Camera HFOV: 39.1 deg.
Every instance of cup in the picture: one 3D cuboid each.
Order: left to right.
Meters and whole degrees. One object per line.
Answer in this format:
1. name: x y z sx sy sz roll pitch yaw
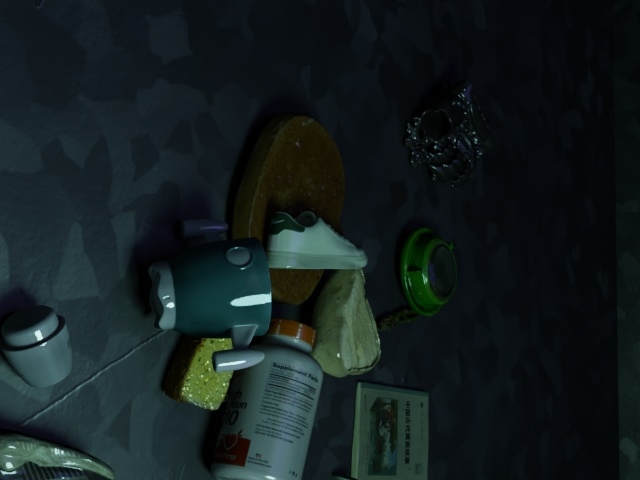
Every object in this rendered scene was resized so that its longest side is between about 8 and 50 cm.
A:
1. cup: -0.181 0.082 1.433 0.173 0.168 0.300 -6 50 -19

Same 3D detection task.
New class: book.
1. book: 0.159 0.430 2.000 0.282 0.025 0.215 17 72 -50

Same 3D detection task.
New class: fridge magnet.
1. fridge magnet: 0.252 0.072 2.105 0.208 0.088 0.208 7 81 -54

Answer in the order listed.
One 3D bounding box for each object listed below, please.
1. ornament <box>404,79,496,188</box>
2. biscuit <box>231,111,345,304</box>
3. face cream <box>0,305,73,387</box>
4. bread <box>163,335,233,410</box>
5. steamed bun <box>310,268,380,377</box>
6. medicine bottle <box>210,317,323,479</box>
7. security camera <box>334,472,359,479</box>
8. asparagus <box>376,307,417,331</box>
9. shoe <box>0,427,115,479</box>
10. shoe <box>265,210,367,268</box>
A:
1. ornament: 0.313 -0.238 2.223 0.260 0.106 0.251 -54 126 -35
2. biscuit: -0.049 -0.055 1.731 0.314 0.063 0.368 45 53 -47
3. face cream: -0.385 0.145 1.229 0.091 0.091 0.095 -44 129 -46
4. bread: -0.192 0.204 1.509 0.103 0.065 0.187 48 47 -38
5. steamed bun: 0.029 0.176 1.773 0.212 0.110 0.231 -42 122 -61
6. medicine bottle: -0.084 0.285 1.569 0.157 0.157 0.289 38 57 -46
7. security camera: 0.043 0.523 1.821 0.058 0.058 0.092 23 81 -51
8. asparagus: 0.169 0.180 2.033 0.165 0.030 0.036 -15 109 -54
9. shoe: -0.385 0.324 1.216 0.227 0.099 0.112 34 67 -43
10. shoe: 0.000 0.000 1.670 0.265 0.095 0.110 -2 91 -53
